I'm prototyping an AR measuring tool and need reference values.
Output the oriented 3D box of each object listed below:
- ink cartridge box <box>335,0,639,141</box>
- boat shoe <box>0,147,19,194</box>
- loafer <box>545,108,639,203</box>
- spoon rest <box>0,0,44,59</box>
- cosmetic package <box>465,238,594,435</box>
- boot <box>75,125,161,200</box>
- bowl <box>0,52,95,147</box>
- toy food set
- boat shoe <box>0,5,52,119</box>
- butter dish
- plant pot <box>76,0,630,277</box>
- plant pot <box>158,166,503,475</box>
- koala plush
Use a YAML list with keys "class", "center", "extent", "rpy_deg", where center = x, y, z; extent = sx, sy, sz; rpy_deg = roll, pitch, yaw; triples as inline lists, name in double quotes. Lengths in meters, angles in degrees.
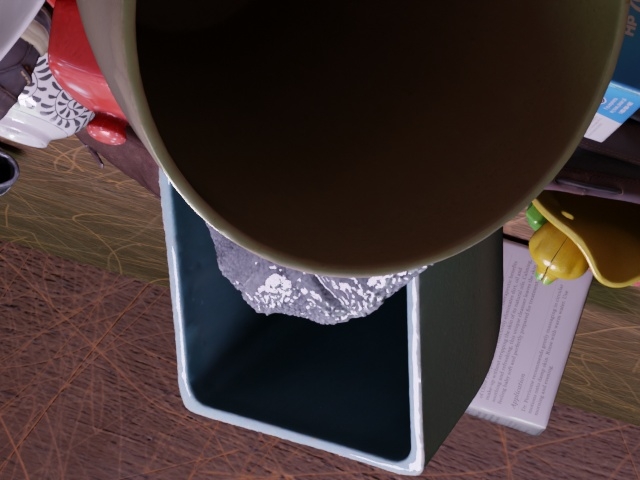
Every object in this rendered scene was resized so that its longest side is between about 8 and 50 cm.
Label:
- class: "ink cartridge box"
  center: [0.109, -0.136, 1.080]
  extent: [0.191, 0.082, 0.139]
  rpy_deg: [20, 172, 0]
- class: "boat shoe"
  center: [-0.553, -0.123, 2.364]
  extent: [0.301, 0.108, 0.102]
  rpy_deg: [18, 171, -19]
- class: "loafer"
  center: [0.270, -0.035, 1.321]
  extent: [0.302, 0.095, 0.109]
  rpy_deg: [22, 170, -23]
- class: "spoon rest"
  center: [-0.260, -0.153, 1.249]
  extent: [0.137, 0.276, 0.084]
  rpy_deg: [12, -147, -3]
- class: "cosmetic package"
  center: [0.103, 0.073, 1.977]
  extent: [0.365, 0.197, 0.155]
  rpy_deg: [19, 172, 7]
- class: "boot"
  center: [-0.171, -0.082, 2.031]
  extent: [0.207, 0.090, 0.248]
  rpy_deg: [29, 174, 8]
- class: "bowl"
  center: [-0.308, -0.147, 1.831]
  extent: [0.170, 0.080, 0.170]
  rpy_deg: [18, 170, 3]
- class: "toy food set"
  center: [0.225, 0.005, 1.364]
  extent: [0.128, 0.071, 0.218]
  rpy_deg: [38, -155, 25]
- class: "boat shoe"
  center: [-0.410, -0.204, 1.525]
  extent: [0.355, 0.130, 0.132]
  rpy_deg: [21, 170, -16]
- class: "butter dish"
  center: [-0.164, -0.138, 1.481]
  extent: [0.160, 0.118, 0.160]
  rpy_deg: [15, 171, 16]
- class: "plant pot"
  center: [-0.025, -0.142, 0.900]
  extent: [0.256, 0.256, 0.274]
  rpy_deg: [23, -175, -30]
- class: "plant pot"
  center: [0.041, 0.016, 1.529]
  extent: [0.248, 0.247, 0.252]
  rpy_deg: [13, -151, 30]
- class: "koala plush"
  center: [0.039, -0.057, 1.261]
  extent: [0.196, 0.221, 0.203]
  rpy_deg: [46, 132, 6]
